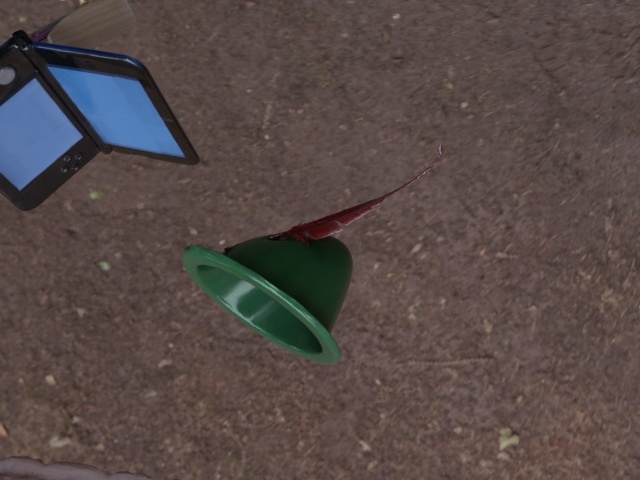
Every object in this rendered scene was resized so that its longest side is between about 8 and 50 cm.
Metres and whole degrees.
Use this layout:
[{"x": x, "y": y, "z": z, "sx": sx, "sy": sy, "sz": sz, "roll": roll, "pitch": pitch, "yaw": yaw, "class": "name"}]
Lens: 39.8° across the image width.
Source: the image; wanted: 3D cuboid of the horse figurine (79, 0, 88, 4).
[{"x": -0.344, "y": -0.389, "z": 1.121, "sx": 0.066, "sy": 0.263, "sz": 0.174, "roll": -25, "pitch": 101, "yaw": 7, "class": "horse figurine"}]

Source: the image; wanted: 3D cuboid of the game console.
[{"x": -0.345, "y": -0.138, "z": 1.232, "sx": 0.250, "sy": 0.293, "sz": 0.173, "roll": -44, "pitch": 67, "yaw": -10, "class": "game console"}]

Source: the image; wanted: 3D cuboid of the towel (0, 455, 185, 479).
[{"x": -0.058, "y": 0.263, "z": 0.420, "sx": 0.331, "sy": 0.053, "sz": 0.317, "roll": 8, "pitch": 107, "yaw": -2, "class": "towel"}]

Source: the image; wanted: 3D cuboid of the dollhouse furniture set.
[{"x": -0.470, "y": -0.388, "z": 1.275, "sx": 0.198, "sy": 0.286, "sz": 0.303, "roll": 4, "pitch": 128, "yaw": 52, "class": "dollhouse furniture set"}]

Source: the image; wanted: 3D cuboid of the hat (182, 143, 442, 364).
[{"x": 0.000, "y": 0.000, "z": 0.849, "sx": 0.208, "sy": 0.183, "sz": 0.173, "roll": 23, "pitch": 158, "yaw": 32, "class": "hat"}]
